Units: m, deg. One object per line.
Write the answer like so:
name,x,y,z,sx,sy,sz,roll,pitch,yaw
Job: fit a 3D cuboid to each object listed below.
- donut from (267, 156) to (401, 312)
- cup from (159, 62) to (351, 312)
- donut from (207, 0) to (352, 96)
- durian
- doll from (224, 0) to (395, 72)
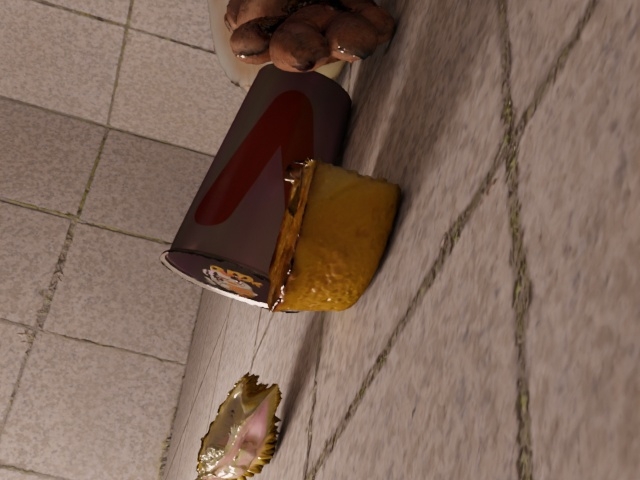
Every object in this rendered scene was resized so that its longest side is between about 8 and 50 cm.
donut,-0.002,0.004,1.037,0.259,0.101,0.152,-163,87,-81
cup,-0.066,-0.073,1.366,0.203,0.203,0.288,133,157,-72
donut,-0.054,-0.385,1.558,0.382,0.142,0.382,32,126,59
durian,-0.079,0.226,1.268,0.224,0.078,0.140,-46,16,52
doll,-0.010,-0.277,1.235,0.303,0.201,0.156,-120,24,-72
